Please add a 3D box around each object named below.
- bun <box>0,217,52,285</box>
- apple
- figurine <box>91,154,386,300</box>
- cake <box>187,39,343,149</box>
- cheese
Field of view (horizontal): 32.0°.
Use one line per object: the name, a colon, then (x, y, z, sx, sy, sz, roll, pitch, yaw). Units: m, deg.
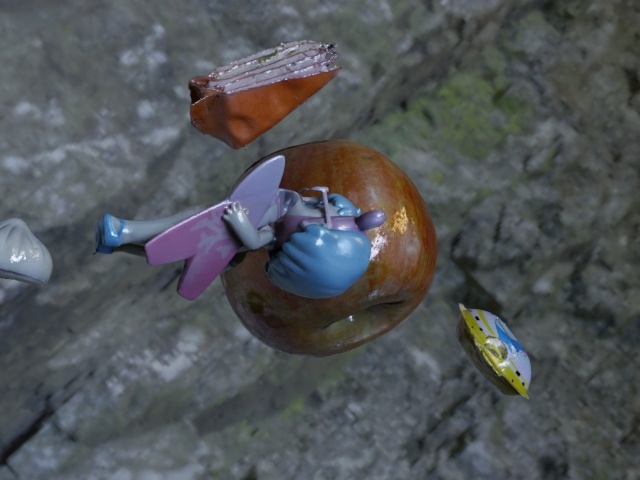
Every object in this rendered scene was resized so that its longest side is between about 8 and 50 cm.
bun: (-0.470, 0.012, 1.696, 0.138, 0.138, 0.094, 77, 27, -78)
apple: (0.000, 0.000, 1.439, 0.301, 0.301, 0.301, -43, 169, -10)
figurine: (-0.081, 0.012, 1.041, 0.260, 0.103, 0.205, 0, 156, -20)
cake: (-0.089, -0.250, 1.876, 0.287, 0.098, 0.135, -25, 128, -11)
cheese: (0.239, 0.149, 1.528, 0.064, 0.156, 0.250, -36, 170, 8)
